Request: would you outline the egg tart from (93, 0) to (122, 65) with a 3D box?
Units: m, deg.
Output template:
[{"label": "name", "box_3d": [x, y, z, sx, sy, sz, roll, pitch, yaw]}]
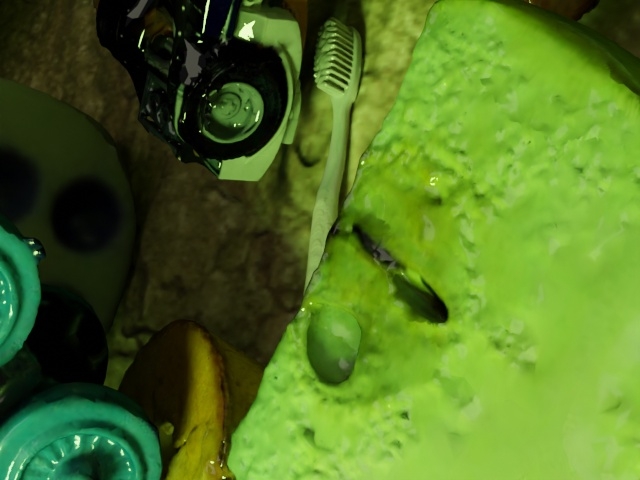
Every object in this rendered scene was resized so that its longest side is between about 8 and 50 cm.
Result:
[{"label": "egg tart", "box_3d": [-0.134, -0.197, 1.152, 0.130, 0.052, 0.130, -25, 55, 41]}]

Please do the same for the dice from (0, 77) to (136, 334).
[{"label": "dice", "box_3d": [-0.309, -0.002, 1.088, 0.251, 0.259, 0.243, 4, 76, 47]}]

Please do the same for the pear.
[{"label": "pear", "box_3d": [0.130, 0.068, 0.659, 0.282, 0.176, 0.286, 31, 100, 47]}]

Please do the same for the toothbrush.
[{"label": "toothbrush", "box_3d": [0.000, 0.000, 0.932, 0.025, 0.029, 0.307, -12, 64, 39]}]

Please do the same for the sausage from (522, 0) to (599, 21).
[{"label": "sausage", "box_3d": [0.086, -0.239, 0.904, 0.102, 0.102, 0.330, -43, 45, 24]}]

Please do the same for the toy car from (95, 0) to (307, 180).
[{"label": "toy car", "box_3d": [-0.048, -0.193, 0.948, 0.193, 0.118, 0.301, -124, 45, -54]}]

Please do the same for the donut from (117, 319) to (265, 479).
[{"label": "donut", "box_3d": [-0.077, 0.142, 0.917, 0.162, 0.065, 0.178, -32, 51, 48]}]

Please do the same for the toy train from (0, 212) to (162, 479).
[{"label": "toy train", "box_3d": [-0.251, 0.099, 0.864, 0.265, 0.300, 0.188, -32, 33, -6]}]
